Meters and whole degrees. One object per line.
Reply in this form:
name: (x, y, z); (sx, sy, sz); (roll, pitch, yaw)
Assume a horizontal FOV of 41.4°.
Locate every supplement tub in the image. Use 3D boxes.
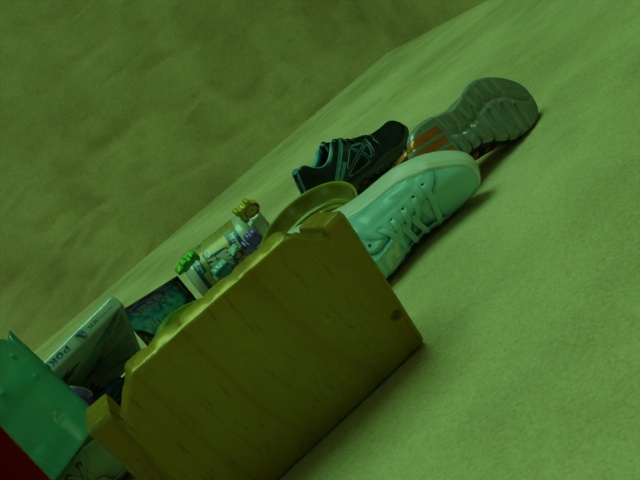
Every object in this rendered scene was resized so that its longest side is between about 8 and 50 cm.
supplement tub: (-0.185, 0.036, 1.842); (0.199, 0.144, 0.144); (-38, 13, 3)

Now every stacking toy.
stacking toy: (-0.170, 0.034, 1.717); (0.221, 0.052, 0.167); (-44, 53, -5)

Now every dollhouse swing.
dollhouse swing: (-0.112, 0.129, 1.064); (0.347, 0.315, 0.305); (-41, 34, -11)

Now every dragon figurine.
dragon figurine: (-0.391, 0.310, 1.584); (0.144, 0.085, 0.289); (-30, 14, 32)

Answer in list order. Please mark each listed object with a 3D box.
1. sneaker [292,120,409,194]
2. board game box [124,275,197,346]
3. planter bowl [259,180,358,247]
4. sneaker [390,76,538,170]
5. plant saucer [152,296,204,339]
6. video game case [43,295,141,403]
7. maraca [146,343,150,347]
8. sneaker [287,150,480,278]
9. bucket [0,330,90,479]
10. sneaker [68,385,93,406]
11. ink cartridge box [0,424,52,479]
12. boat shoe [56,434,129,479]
sneaker: (0.078, -0.194, 1.941); (0.341, 0.140, 0.125); (-45, 13, -32)
board game box: (-0.337, 0.166, 1.845); (0.186, 0.126, 0.026); (-30, 15, 32)
planter bowl: (0.000, 0.000, 1.542); (0.217, 0.090, 0.217); (-29, 32, 20)
sneaker: (0.233, -0.172, 1.494); (0.321, 0.124, 0.180); (-27, -12, -30)
plant saucer: (-0.182, 0.141, 1.487); (0.241, 0.037, 0.241); (-10, 18, 3)
video game case: (-0.475, 0.273, 1.629); (0.300, 0.036, 0.329); (-47, -12, -20)
maraca: (-0.251, 0.217, 1.515); (0.185, 0.099, 0.127); (-19, 18, 5)
sneaker: (0.103, 0.002, 1.319); (0.366, 0.135, 0.150); (-31, 44, 7)
bucket: (-0.460, 0.288, 1.193); (0.281, 0.183, 0.281); (-47, 8, 9)
sneaker: (-0.474, 0.386, 1.458); (0.293, 0.102, 0.146); (-51, 42, 17)
ink cartridge box: (-0.339, 0.354, 0.797); (0.272, 0.309, 0.130); (-35, 14, 16)
boat shoe: (-0.366, 0.372, 1.300); (0.277, 0.098, 0.096); (-45, 12, 13)
